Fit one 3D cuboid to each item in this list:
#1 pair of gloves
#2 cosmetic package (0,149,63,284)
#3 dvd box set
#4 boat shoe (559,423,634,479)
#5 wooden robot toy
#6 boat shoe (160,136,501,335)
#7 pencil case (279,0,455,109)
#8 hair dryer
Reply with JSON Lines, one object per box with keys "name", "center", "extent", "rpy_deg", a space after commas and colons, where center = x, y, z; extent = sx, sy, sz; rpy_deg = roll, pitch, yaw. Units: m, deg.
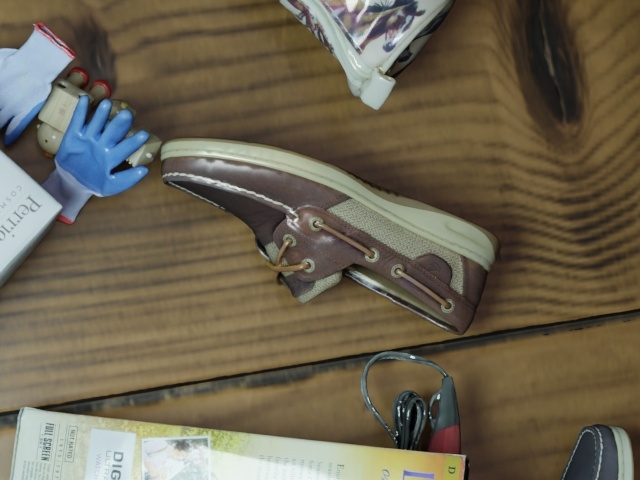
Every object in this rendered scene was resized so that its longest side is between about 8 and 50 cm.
{"name": "pair of gloves", "center": [-0.253, -0.110, 1.850], "extent": [0.198, 0.159, 0.023], "rpy_deg": [44, 38, -5]}
{"name": "cosmetic package", "center": [-0.445, -0.071, 1.798], "extent": [0.385, 0.156, 0.217], "rpy_deg": [39, 77, -3]}
{"name": "dvd box set", "center": [-0.087, 0.324, 1.798], "extent": [0.420, 0.062, 0.308], "rpy_deg": [4, 82, 9]}
{"name": "boat shoe", "center": [0.223, 0.307, 1.900], "extent": [0.092, 0.103, 0.285], "rpy_deg": [18, 87, -12]}
{"name": "wooden robot toy", "center": [-0.235, -0.112, 1.895], "extent": [0.173, 0.076, 0.079], "rpy_deg": [31, 117, 6]}
{"name": "boat shoe", "center": [0.000, 0.000, 1.889], "extent": [0.342, 0.123, 0.123], "rpy_deg": [21, 79, -13]}
{"name": "pencil case", "center": [-0.034, -0.322, 1.894], "extent": [0.410, 0.160, 0.183], "rpy_deg": [48, 62, -2]}
{"name": "hair dryer", "center": [0.110, 0.260, 1.849], "extent": [0.293, 0.080, 0.223], "rpy_deg": [38, 91, 12]}
